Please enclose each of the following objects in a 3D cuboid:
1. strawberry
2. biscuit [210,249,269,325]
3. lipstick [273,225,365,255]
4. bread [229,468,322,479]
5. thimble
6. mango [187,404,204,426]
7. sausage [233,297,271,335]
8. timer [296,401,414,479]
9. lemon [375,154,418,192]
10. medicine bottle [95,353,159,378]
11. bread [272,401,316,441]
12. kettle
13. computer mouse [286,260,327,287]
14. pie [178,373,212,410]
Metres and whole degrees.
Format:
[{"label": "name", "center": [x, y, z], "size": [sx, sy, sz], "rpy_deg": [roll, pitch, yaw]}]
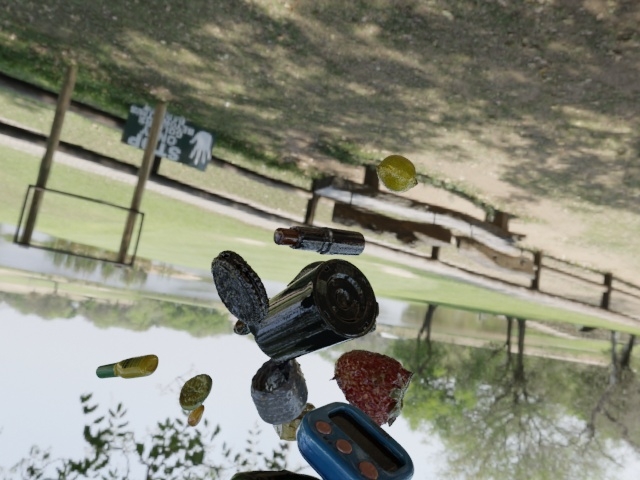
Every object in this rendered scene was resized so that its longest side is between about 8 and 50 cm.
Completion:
[{"label": "strawberry", "center": [0.190, 0.593, 2.395], "size": [0.343, 0.292, 0.292], "rpy_deg": [15, 173, 20]}, {"label": "biscuit", "center": [-0.190, 0.112, 1.364], "size": [0.053, 0.195, 0.194], "rpy_deg": [-34, -164, -31]}, {"label": "lipstick", "center": [0.000, 0.000, 1.638], "size": [0.299, 0.081, 0.081], "rpy_deg": [5, 175, -40]}, {"label": "bread", "center": [-0.119, 0.795, 1.657], "size": [0.376, 0.251, 0.208], "rpy_deg": [21, 178, -37]}, {"label": "thimble", "center": [-0.152, 0.556, 2.197], "size": [0.205, 0.172, 0.236], "rpy_deg": [5, -146, 32]}, {"label": "mango", "center": [-0.448, 0.633, 2.118], "size": [0.046, 0.089, 0.060], "rpy_deg": [35, -177, -21]}, {"label": "sausage", "center": [-0.242, 0.282, 2.145], "size": [0.082, 0.082, 0.371], "rpy_deg": [7, -172, 9]}, {"label": "timer", "center": [0.102, 0.634, 1.746], "size": [0.340, 0.115, 0.309], "rpy_deg": [36, -161, 29]}, {"label": "lemon", "center": [0.226, -0.194, 1.716], "size": [0.133, 0.109, 0.109], "rpy_deg": [27, 172, 6]}, {"label": "medicine bottle", "center": [-0.666, 0.438, 1.995], "size": [0.260, 0.064, 0.095], "rpy_deg": [-14, -157, 29]}, {"label": "bread", "center": [-0.095, 0.722, 2.348], "size": [0.184, 0.114, 0.274], "rpy_deg": [2, 173, -12]}, {"label": "kettle", "center": [-0.006, 0.190, 1.544], "size": [0.262, 0.203, 0.308], "rpy_deg": [-13, 166, -44]}, {"label": "computer mouse", "center": [-0.031, 0.154, 2.437], "size": [0.147, 0.088, 0.264], "rpy_deg": [27, 120, -40]}, {"label": "pie", "center": [-0.252, 0.308, 1.188], "size": [0.084, 0.084, 0.021], "rpy_deg": [1, 139, 39]}]
